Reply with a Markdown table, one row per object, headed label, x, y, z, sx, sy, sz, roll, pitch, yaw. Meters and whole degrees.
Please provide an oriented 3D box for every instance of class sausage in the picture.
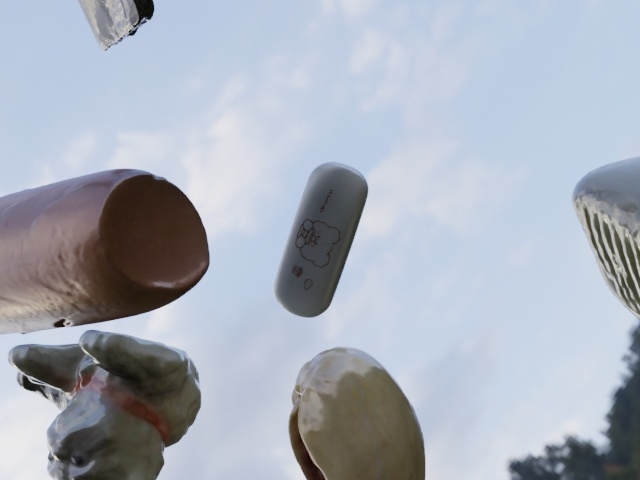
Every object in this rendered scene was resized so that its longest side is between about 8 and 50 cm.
| label | x | y | z | sx | sy | sz | roll | pitch | yaw |
| --- | --- | --- | --- | --- | --- | --- | --- | --- | --- |
| sausage | -0.228 | 0.015 | 1.187 | 0.121 | 0.304 | 0.121 | 11 | -106 | -45 |

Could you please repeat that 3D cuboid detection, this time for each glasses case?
| label | x | y | z | sx | sy | sz | roll | pitch | yaw |
| --- | --- | --- | --- | --- | --- | --- | --- | --- | --- |
| glasses case | 0.000 | 0.000 | 1.708 | 0.049 | 0.074 | 0.193 | -40 | -29 | -71 |

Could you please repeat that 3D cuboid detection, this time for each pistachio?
| label | x | y | z | sx | sy | sz | roll | pitch | yaw |
| --- | --- | --- | --- | --- | --- | --- | --- | --- | --- |
| pistachio | 0.047 | 0.199 | 1.451 | 0.145 | 0.200 | 0.117 | -18 | -19 | -30 |

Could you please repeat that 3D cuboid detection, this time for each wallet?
| label | x | y | z | sx | sy | sz | roll | pitch | yaw |
| --- | --- | --- | --- | --- | --- | --- | --- | --- | --- |
| wallet | -0.280 | -0.374 | 1.618 | 0.042 | 0.165 | 0.310 | -25 | -84 | -27 |

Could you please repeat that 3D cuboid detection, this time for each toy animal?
| label | x | y | z | sx | sy | sz | roll | pitch | yaw |
| --- | --- | --- | --- | --- | --- | --- | --- | --- | --- |
| toy animal | -0.250 | 0.206 | 1.591 | 0.266 | 0.307 | 0.188 | 2 | -101 | -54 |

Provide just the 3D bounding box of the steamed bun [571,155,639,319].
| label | x | y | z | sx | sy | sz | roll | pitch | yaw |
| --- | --- | --- | --- | --- | --- | --- | --- | --- | --- |
| steamed bun | 0.457 | 0.033 | 1.394 | 0.255 | 0.367 | 0.342 | -36 | -65 | -7 |
